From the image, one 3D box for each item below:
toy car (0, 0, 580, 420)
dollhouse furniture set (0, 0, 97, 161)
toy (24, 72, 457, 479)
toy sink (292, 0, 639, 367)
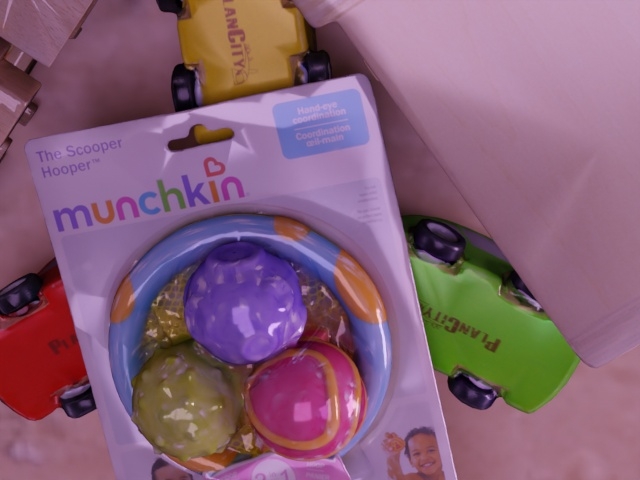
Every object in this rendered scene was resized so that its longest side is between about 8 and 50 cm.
[{"bbox_3d":[0.000,0.000,0.780,0.225,0.053,0.239,26,111,-5],"label":"toy car"},{"bbox_3d":[-0.157,-0.065,0.711,0.101,0.161,0.182,34,108,-8],"label":"dollhouse furniture set"},{"bbox_3d":[-0.023,0.067,0.748,0.137,0.056,0.237,-11,110,7],"label":"toy"},{"bbox_3d":[0.075,-0.099,0.686,0.131,0.153,0.234,-32,105,15],"label":"toy sink"}]
